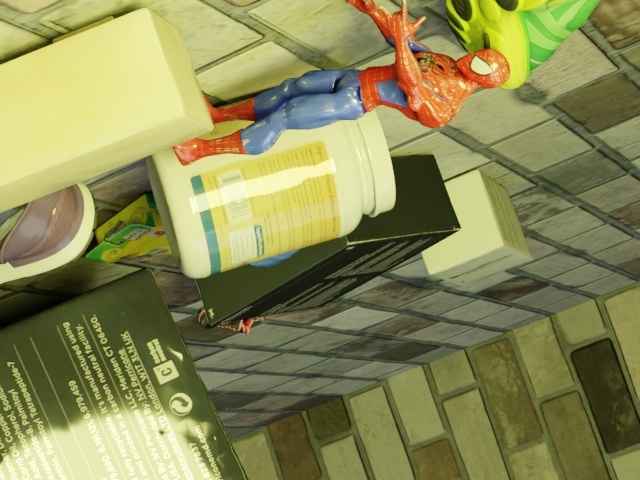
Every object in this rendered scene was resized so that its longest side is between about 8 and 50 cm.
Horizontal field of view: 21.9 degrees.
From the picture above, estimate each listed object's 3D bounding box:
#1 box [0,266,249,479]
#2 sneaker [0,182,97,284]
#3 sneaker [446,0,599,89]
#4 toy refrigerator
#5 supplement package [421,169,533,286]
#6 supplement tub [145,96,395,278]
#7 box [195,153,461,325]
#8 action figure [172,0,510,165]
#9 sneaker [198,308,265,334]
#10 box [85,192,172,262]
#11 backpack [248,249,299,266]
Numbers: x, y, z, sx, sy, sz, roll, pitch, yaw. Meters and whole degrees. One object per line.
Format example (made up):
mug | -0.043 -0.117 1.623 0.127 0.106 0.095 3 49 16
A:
box | -0.374 0.273 1.801 0.471 0.297 0.480 -25 179 -18
sneaker | -0.346 0.002 1.473 0.283 0.107 0.124 -28 150 23
sneaker | 0.163 -0.220 1.258 0.123 0.109 0.295 -40 169 -10
toy refrigerator | -0.228 -0.084 1.245 0.269 0.094 0.102 -20 174 9
supplement package | 0.190 -0.012 2.103 0.105 0.105 0.179 -22 167 16
supplement tub | -0.047 -0.058 1.483 0.199 0.144 0.144 -16 167 -10
box | 0.000 0.000 1.893 0.184 0.103 0.261 -11 166 -44
action figure | 0.006 -0.143 1.303 0.280 0.091 0.139 -5 129 19
sneaker | -0.120 0.107 2.274 0.119 0.057 0.047 -28 167 39
box | -0.154 -0.017 1.738 0.179 0.043 0.105 -10 165 -44
backpack | -0.054 -0.040 1.603 0.101 0.120 0.098 -26 165 29
